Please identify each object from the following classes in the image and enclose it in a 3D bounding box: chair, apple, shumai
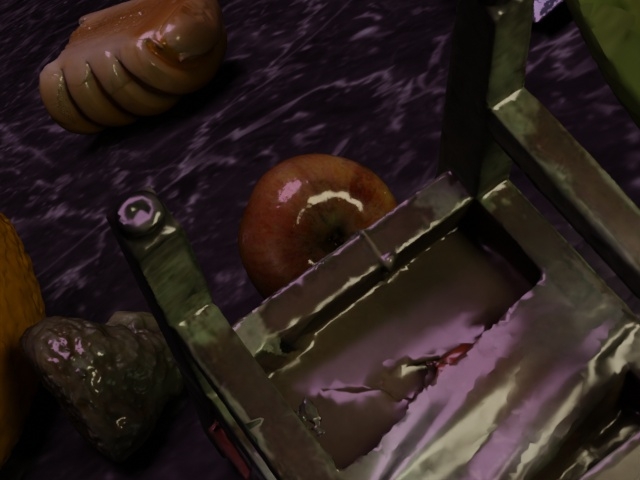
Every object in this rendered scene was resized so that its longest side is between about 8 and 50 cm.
[{"bbox_3d":[0.039,0.055,0.424,0.136,0.147,0.270,-35,-19,-13],"label":"chair"},{"bbox_3d":[0.000,0.000,0.593,0.084,0.084,0.071,-37,15,-12],"label":"apple"},{"bbox_3d":[-0.093,0.058,0.610,0.080,0.082,0.083,-38,47,-15],"label":"shumai"}]

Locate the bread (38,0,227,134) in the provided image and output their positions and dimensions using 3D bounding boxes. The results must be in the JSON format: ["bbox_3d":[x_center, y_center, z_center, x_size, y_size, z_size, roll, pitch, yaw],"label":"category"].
[{"bbox_3d":[-0.153,-0.146,1.033,0.177,0.084,0.119,-12,33,35],"label":"bread"}]

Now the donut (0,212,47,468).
[{"bbox_3d":[-0.338,0.089,0.730,0.435,0.163,0.378,-28,24,12],"label":"donut"}]

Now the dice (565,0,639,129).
[{"bbox_3d":[0.216,-0.194,0.508,0.252,0.250,0.254,-18,28,25],"label":"dice"}]

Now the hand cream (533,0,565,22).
[{"bbox_3d":[0.120,-0.175,0.831,0.065,0.043,0.170,-41,31,-7],"label":"hand cream"}]
